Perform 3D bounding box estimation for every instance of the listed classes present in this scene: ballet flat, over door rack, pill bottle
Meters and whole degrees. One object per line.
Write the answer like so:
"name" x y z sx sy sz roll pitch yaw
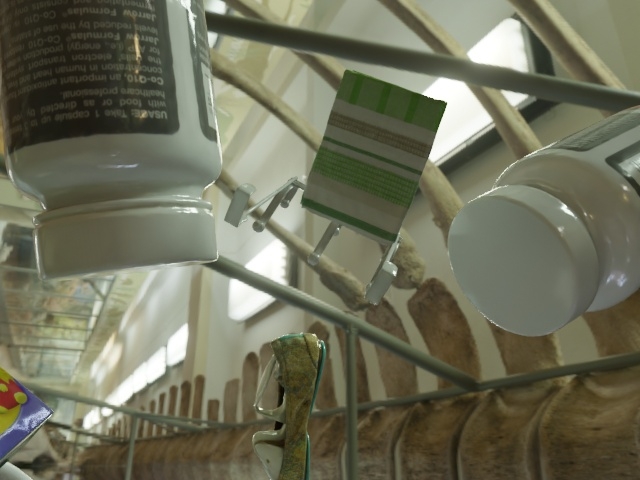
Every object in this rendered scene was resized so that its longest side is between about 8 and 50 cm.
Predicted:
"ballet flat" -0.070 0.339 0.987 0.123 0.123 0.348 -157 -107 -65
"over door rack" 0.000 0.000 0.838 0.108 0.240 0.324 -63 175 13
"pill bottle" -0.211 -0.148 0.540 0.204 0.204 0.361 -13 -96 64
"pill bottle" 0.350 -0.035 0.684 0.210 0.363 0.210 38 -39 40

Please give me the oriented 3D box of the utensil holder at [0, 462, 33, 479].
"utensil holder" -0.521 0.377 0.586 0.385 0.328 0.327 -10 -111 42

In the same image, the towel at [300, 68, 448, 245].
"towel" 0.051 -0.084 0.540 0.023 0.113 0.152 -21 134 -67

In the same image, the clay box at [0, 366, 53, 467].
"clay box" -0.306 0.086 0.344 0.053 0.222 0.127 -46 -175 12
